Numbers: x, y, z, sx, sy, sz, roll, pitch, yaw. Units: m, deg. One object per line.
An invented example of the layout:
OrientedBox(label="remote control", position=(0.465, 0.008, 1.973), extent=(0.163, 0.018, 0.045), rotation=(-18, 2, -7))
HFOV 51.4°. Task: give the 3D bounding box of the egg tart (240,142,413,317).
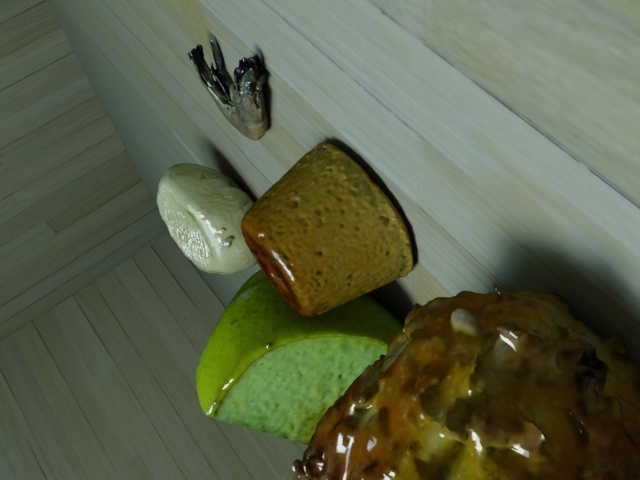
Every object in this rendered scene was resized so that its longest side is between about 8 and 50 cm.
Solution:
OrientedBox(label="egg tart", position=(0.000, 0.000, 0.814), extent=(0.203, 0.147, 0.203), rotation=(50, 166, 17))

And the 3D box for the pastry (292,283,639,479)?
OrientedBox(label="pastry", position=(0.122, 0.241, 0.592), extent=(0.292, 0.337, 0.405), rotation=(41, 161, 20))

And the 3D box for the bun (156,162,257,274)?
OrientedBox(label="bun", position=(-0.212, -0.043, 1.370), extent=(0.259, 0.160, 0.259), rotation=(35, 142, 33))

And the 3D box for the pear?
OrientedBox(label="pear", position=(-0.007, 0.151, 1.008), extent=(0.342, 0.239, 0.318), rotation=(26, -165, -26))

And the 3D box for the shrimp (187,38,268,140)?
OrientedBox(label="shrimp", position=(-0.122, -0.222, 0.918), extent=(0.152, 0.046, 0.219), rotation=(51, 165, 4))
